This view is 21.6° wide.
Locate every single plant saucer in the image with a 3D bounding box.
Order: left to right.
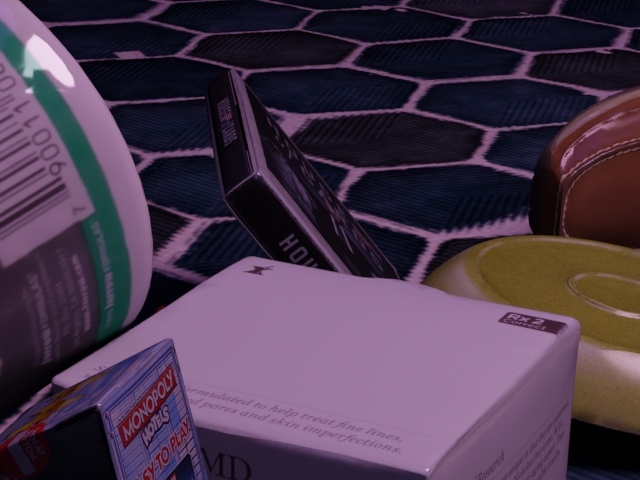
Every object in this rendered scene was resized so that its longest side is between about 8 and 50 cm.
[{"bbox_3d":[0.172,0.046,0.978,0.241,0.037,0.241,10,18,-3],"label":"plant saucer"}]

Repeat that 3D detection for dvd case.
[{"bbox_3d":[0.000,0.000,0.975,0.029,0.179,0.238,-37,19,7],"label":"dvd case"}]

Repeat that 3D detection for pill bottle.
[{"bbox_3d":[-0.262,0.043,0.683,0.361,0.204,0.204,-35,38,-31],"label":"pill bottle"}]

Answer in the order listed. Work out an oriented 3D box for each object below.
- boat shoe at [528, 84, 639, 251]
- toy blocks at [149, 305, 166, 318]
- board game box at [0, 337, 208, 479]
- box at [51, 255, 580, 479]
[{"bbox_3d":[0.303,-0.045,1.174,0.324,0.122,0.120,-10,26,-25],"label":"boat shoe"},{"bbox_3d":[-0.046,0.056,0.971,0.123,0.054,0.148,-1,20,-8],"label":"toy blocks"},{"bbox_3d":[-0.106,0.124,0.578,0.194,0.194,0.060,8,21,16],"label":"board game box"},{"bbox_3d":[0.002,0.100,0.760,0.181,0.119,0.182,11,22,25],"label":"box"}]
